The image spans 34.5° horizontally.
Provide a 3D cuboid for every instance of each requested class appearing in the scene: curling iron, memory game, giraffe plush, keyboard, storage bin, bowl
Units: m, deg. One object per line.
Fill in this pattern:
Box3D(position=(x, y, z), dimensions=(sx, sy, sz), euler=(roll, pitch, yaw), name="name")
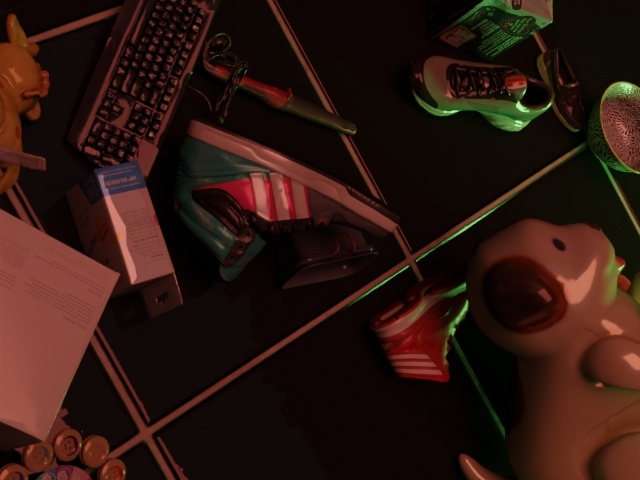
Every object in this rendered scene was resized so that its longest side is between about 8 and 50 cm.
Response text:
Box3D(position=(-0.058, -0.216, 1.475), dimensions=(0.274, 0.035, 0.068), euler=(25, 63, -25), name="curling iron")
Box3D(position=(-0.287, 0.302, 1.146), dimensions=(0.186, 0.012, 0.186), euler=(0, 90, -46), name="memory game")
Box3D(position=(-0.388, -0.173, 1.184), dimensions=(0.210, 0.181, 0.170), euler=(26, 41, -13), name="giraffe plush")
Box3D(position=(-0.190, -0.215, 1.363), dimensions=(0.201, 0.033, 0.317), euler=(26, 73, -24), name="keyboard")
Box3D(position=(0.000, 0.000, 1.419), dimensions=(0.135, 0.098, 0.091), euler=(-11, 72, -35), name="storage bin")
Box3D(position=(0.526, -0.187, 1.823), dimensions=(0.170, 0.080, 0.170), euler=(10, 70, -30), name="bowl")

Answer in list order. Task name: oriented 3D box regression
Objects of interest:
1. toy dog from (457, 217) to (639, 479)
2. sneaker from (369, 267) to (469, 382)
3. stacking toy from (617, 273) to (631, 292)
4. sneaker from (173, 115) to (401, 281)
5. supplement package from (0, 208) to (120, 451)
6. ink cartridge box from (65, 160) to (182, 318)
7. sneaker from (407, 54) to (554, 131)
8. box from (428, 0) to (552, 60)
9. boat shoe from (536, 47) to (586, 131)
Box3D(position=(0.348, 0.154, 1.450), dimensions=(0.408, 0.395, 0.284), euler=(65, 20, -17), name="toy dog")
Box3D(position=(0.172, 0.130, 1.509), dimensions=(0.221, 0.087, 0.128), euler=(-26, 103, -30), name="sneaker")
Box3D(position=(0.459, 0.195, 1.679), dimensions=(0.309, 0.130, 0.280), euler=(28, 88, -20), name="stacking toy")
Box3D(position=(-0.062, -0.022, 1.318), dimensions=(0.295, 0.124, 0.178), euler=(24, 97, -1), name="sneaker")
Box3D(position=(-0.362, 0.093, 1.111), dimensions=(0.194, 0.149, 0.203), euler=(31, 61, -22), name="supplement package")
Box3D(position=(-0.238, 0.008, 1.246), dimensions=(0.061, 0.104, 0.181), euler=(-16, 85, -35), name="ink cartridge box")
Box3D(position=(0.256, -0.249, 1.650), dimensions=(0.271, 0.108, 0.100), euler=(7, 74, -30), name="sneaker")
Box3D(position=(0.280, -0.452, 1.690), dimensions=(0.142, 0.163, 0.247), euler=(13, 69, -28), name="box")
Box3D(position=(0.427, -0.263, 1.800), dimensions=(0.056, 0.049, 0.152), euler=(-30, 93, -36), name="boat shoe")
